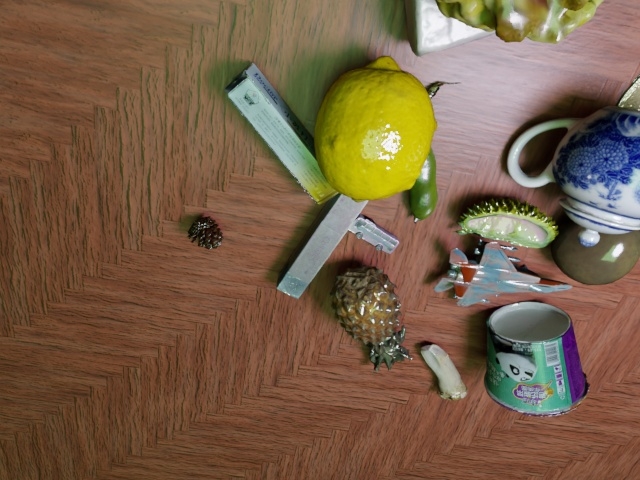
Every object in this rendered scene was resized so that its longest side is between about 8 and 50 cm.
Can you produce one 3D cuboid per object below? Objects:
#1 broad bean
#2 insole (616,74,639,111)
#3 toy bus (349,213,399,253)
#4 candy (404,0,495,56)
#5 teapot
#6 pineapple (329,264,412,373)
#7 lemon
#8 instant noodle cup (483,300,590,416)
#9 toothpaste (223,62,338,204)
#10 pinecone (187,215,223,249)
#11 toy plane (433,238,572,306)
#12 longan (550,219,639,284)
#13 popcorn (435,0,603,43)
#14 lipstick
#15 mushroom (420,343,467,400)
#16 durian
[{"bbox_3d":[0.230,-0.182,1.012,0.098,0.056,0.317,5,116,-2],"label":"broad bean"},{"bbox_3d":[0.660,-0.247,0.998,0.081,0.011,0.247,11,118,-6],"label":"insole"},{"bbox_3d":[0.127,-0.017,1.112,0.131,0.037,0.052,31,112,-16],"label":"toy bus"},{"bbox_3d":[0.231,-0.521,0.778,0.208,0.145,0.358,-12,118,5],"label":"candy"},{"bbox_3d":[0.586,-0.116,0.921,0.424,0.252,0.279,27,115,27],"label":"teapot"},{"bbox_3d":[0.134,0.218,1.185,0.175,0.175,0.361,-12,133,7],"label":"pineapple"},{"bbox_3d":[0.102,-0.209,0.903,0.234,0.233,0.288,10,108,-5],"label":"lemon"},{"bbox_3d":[0.532,0.283,1.168,0.252,0.251,0.190,-12,109,7],"label":"instant noodle cup"},{"bbox_3d":[-0.072,-0.219,0.976,0.071,0.089,0.312,-31,115,23],"label":"toothpaste"},{"bbox_3d":[-0.269,-0.015,1.094,0.077,0.077,0.083,-36,117,18],"label":"pinecone"},{"bbox_3d":[0.453,0.088,1.127,0.327,0.104,0.222,2,130,-10],"label":"toy plane"},{"bbox_3d":[0.632,0.015,1.056,0.190,0.189,0.189,0,118,0],"label":"longan"},{"bbox_3d":[0.283,-0.406,0.626,0.293,0.237,0.292,1,120,2],"label":"popcorn"},{"bbox_3d":[0.000,0.000,1.104,0.066,0.068,0.317,29,115,-13],"label":"lipstick"},{"bbox_3d":[0.343,0.367,1.305,0.084,0.071,0.209,-9,120,42],"label":"mushroom"},{"bbox_3d":[0.424,-0.054,1.052,0.221,0.095,0.137,5,144,3],"label":"durian"}]
